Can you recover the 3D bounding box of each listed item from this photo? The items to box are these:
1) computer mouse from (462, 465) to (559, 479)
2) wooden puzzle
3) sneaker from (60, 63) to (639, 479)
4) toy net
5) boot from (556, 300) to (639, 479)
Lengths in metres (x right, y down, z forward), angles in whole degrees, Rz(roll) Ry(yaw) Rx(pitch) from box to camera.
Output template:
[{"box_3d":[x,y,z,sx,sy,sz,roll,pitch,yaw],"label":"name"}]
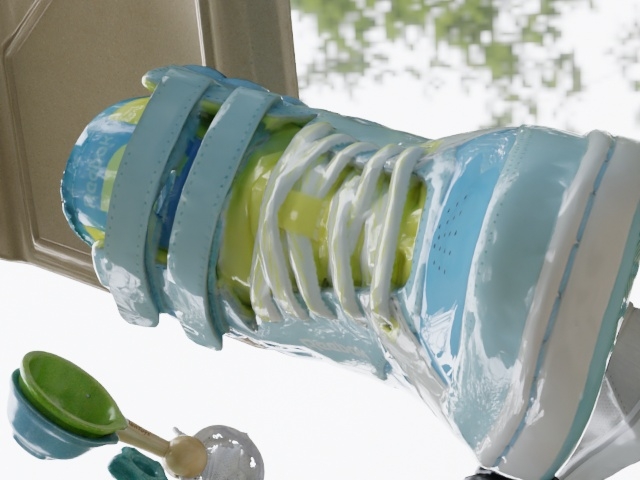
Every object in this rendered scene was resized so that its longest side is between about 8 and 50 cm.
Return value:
[{"box_3d":[0.037,0.241,0.871,0.272,0.188,0.072,-37,-23,7],"label":"computer mouse"},{"box_3d":[-0.102,-0.070,1.050,0.044,0.239,0.221,-30,-56,-44],"label":"wooden puzzle"},{"box_3d":[0.000,0.000,0.744,0.208,0.319,0.127,19,-97,-3],"label":"sneaker"},{"box_3d":[-0.089,0.131,1.182,0.045,0.122,0.232,-54,-34,14],"label":"toy net"},{"box_3d":[0.114,0.083,1.113,0.123,0.258,0.095,34,-120,0],"label":"boot"}]
